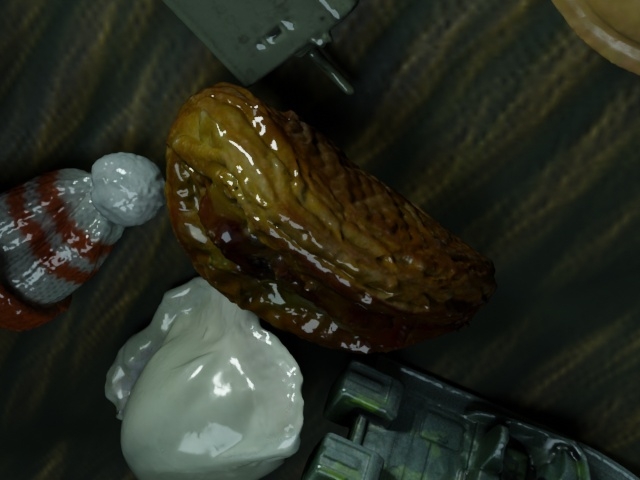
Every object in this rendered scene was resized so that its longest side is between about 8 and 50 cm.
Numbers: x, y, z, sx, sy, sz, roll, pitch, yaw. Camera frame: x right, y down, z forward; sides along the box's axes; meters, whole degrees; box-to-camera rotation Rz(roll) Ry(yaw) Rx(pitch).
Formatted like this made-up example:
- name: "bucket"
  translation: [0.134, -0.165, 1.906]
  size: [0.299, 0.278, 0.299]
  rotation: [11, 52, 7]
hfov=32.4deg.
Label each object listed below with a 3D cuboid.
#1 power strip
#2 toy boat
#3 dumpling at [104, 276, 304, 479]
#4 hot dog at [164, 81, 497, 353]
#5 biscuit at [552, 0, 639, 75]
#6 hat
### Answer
- name: "power strip"
  translation: [-0.070, -0.175, 0.609]
  size: [0.092, 0.034, 0.268]
  rotation: [-31, 114, 34]
- name: "toy boat"
  translation: [0.145, 0.192, 0.771]
  size: [0.319, 0.141, 0.092]
  rotation: [23, 141, -4]
- name: "dumpling"
  translation: [-0.090, 0.110, 0.801]
  size: [0.229, 0.124, 0.151]
  rotation: [-31, 76, 43]
- name: "hot dog"
  translation: [0.000, -0.002, 0.680]
  size: [0.227, 0.099, 0.160]
  rotation: [29, 158, -9]
- name: "biscuit"
  translation: [0.219, -0.192, 0.507]
  size: [0.202, 0.044, 0.288]
  rotation: [33, 132, -10]
- name: "hat"
  translation: [-0.172, -0.010, 0.756]
  size: [0.162, 0.093, 0.112]
  rotation: [-33, 124, 15]
